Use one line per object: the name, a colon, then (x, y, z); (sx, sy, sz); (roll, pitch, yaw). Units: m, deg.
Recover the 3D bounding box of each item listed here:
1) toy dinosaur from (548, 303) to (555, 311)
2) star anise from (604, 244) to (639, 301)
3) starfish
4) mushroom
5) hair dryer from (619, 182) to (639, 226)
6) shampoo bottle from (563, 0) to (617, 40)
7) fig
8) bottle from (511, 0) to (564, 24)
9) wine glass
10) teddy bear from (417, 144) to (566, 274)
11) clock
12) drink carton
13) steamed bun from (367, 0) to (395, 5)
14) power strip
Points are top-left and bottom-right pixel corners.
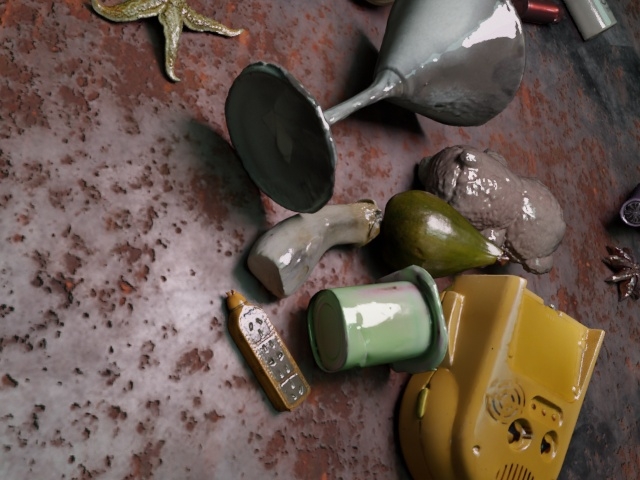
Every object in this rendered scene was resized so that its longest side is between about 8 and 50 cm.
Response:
toy dinosaur: (0.452, 0.163, 1.084); (0.180, 0.037, 0.058); (28, 83, -16)
star anise: (0.677, 0.067, 1.268); (0.141, 0.042, 0.141); (13, 66, -30)
starfish: (-0.206, -0.326, 0.800); (0.217, 0.050, 0.223); (3, 77, -42)
mushroom: (-0.002, -0.004, 0.801); (0.223, 0.081, 0.092); (-32, 87, -39)
hair dryer: (0.796, 0.034, 1.321); (0.301, 0.121, 0.361); (-16, 92, -47)
shampoo bottle: (0.669, -0.655, 1.487); (0.085, 0.085, 0.262); (-29, 91, -38)
fig: (0.175, 0.001, 0.848); (0.126, 0.185, 0.133); (-2, 107, -54)
bottle: (0.519, -0.546, 1.363); (0.164, 0.060, 0.060); (-10, 80, -37)
wine glass: (0.081, -0.214, 0.835); (0.406, 0.267, 0.267); (-36, 96, -32)
teddy bear: (0.291, -0.060, 0.976); (0.267, 0.151, 0.236); (24, 62, -25)
clock: (0.250, 0.231, 0.836); (0.244, 0.200, 0.317); (30, 67, -20)
drink carton: (0.068, 0.115, 0.775); (0.142, 0.144, 0.146); (-2, 74, -29)
steamed bun: (0.164, -0.612, 0.963); (0.247, 0.339, 0.352); (-19, 86, -37)
power strip: (-0.072, 0.139, 0.734); (0.049, 0.028, 0.178); (-33, 93, -37)
